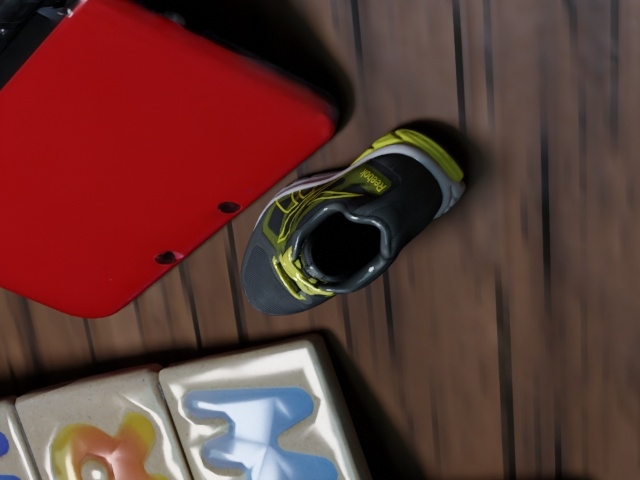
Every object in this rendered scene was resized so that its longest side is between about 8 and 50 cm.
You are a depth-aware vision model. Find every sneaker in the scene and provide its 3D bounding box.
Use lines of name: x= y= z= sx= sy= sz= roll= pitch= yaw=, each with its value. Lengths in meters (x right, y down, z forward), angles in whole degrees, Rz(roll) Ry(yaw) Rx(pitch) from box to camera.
sneaker: x=0.000 y=0.000 z=0.470 sx=0.031 sy=0.035 sz=0.083 roll=47 pitch=138 yaw=-4

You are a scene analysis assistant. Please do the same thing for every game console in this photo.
game console: x=-0.080 y=-0.054 z=0.503 sx=0.144 sy=0.085 sz=0.124 roll=-37 pitch=67 yaw=47

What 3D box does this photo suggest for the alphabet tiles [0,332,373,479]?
alphabet tiles: x=-0.049 y=0.181 z=0.594 sx=0.342 sy=0.011 sz=0.285 roll=-14 pitch=99 yaw=33
